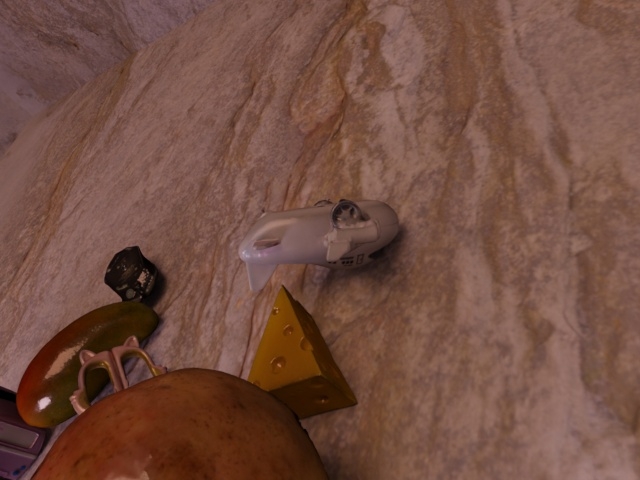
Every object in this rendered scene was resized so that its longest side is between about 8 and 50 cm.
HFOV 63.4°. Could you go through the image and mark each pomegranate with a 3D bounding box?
[{"bbox_3d":[-0.131,0.285,0.511,0.322,0.322,0.322,-22,43,22],"label":"pomegranate"}]

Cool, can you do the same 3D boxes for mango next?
[{"bbox_3d":[-0.447,0.221,0.982,0.146,0.129,0.289,15,56,47],"label":"mango"}]

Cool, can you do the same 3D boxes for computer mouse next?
[{"bbox_3d":[-0.402,0.082,1.121,0.106,0.062,0.192,-45,45,-6],"label":"computer mouse"}]

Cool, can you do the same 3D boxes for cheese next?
[{"bbox_3d":[-0.031,0.150,0.730,0.126,0.093,0.171,-24,41,21],"label":"cheese"}]

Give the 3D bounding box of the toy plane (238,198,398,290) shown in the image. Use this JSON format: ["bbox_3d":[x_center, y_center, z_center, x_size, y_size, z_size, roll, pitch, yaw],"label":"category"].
[{"bbox_3d":[0.000,-0.004,0.792,0.252,0.118,0.252,-10,7,1],"label":"toy plane"}]

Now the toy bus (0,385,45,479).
[{"bbox_3d":[-0.635,0.367,0.989,0.202,0.142,0.142,16,71,45],"label":"toy bus"}]

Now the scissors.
[{"bbox_3d":[-0.305,0.284,0.837,0.160,0.024,0.317,-13,46,-29],"label":"scissors"}]
